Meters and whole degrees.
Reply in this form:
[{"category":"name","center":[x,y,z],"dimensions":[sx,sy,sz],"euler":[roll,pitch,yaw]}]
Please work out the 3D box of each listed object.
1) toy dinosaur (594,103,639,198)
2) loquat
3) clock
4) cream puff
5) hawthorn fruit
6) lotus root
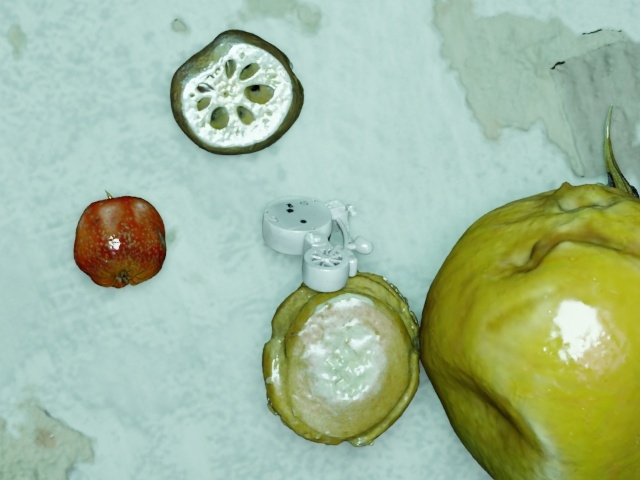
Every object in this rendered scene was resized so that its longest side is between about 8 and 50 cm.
[{"category":"toy dinosaur","center":[0.294,-0.038,0.991],"dimensions":[0.037,0.058,0.180],"euler":[-20,83,-10]},{"category":"loquat","center":[0.229,0.094,0.880],"dimensions":[0.276,0.276,0.284],"euler":[-22,108,-2]},{"category":"clock","center":[0.000,0.000,0.935],"dimensions":[0.087,0.129,0.041],"euler":[-9,124,-21]},{"category":"cream puff","center":[0.017,0.107,0.944],"dimensions":[0.165,0.115,0.150],"euler":[-44,96,1]},{"category":"hawthorn fruit","center":[-0.186,-0.002,0.942],"dimensions":[0.093,0.093,0.093],"euler":[0,94,-4]},{"category":"lotus root","center":[-0.075,-0.133,0.944],"dimensions":[0.122,0.081,0.112],"euler":[-38,103,0]}]
